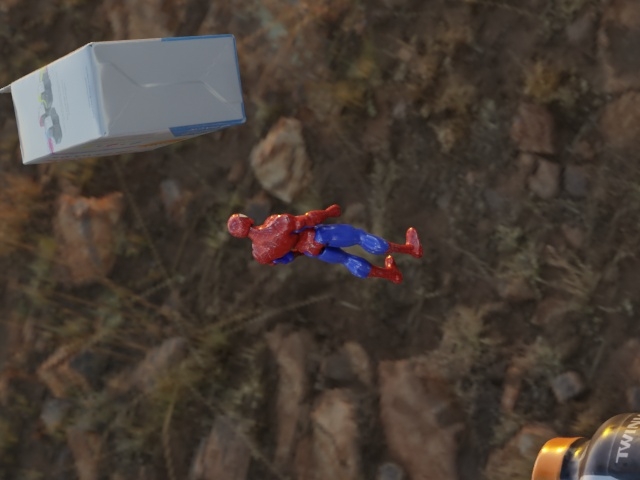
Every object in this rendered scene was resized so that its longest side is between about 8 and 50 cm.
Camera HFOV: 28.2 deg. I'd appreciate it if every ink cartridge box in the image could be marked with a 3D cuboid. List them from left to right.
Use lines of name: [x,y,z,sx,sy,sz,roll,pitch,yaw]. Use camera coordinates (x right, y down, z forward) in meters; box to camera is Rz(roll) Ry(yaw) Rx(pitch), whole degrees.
ink cartridge box: [-0.141,-0.092,0.871,0.181,0.104,0.062,-6,92,58]

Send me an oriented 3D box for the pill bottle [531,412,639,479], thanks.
pill bottle: [0.285,0.195,0.958,0.245,0.130,0.130,-5,69,36]

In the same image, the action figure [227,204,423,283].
action figure: [0.000,0.000,0.682,0.038,0.115,0.030,-49,47,35]
